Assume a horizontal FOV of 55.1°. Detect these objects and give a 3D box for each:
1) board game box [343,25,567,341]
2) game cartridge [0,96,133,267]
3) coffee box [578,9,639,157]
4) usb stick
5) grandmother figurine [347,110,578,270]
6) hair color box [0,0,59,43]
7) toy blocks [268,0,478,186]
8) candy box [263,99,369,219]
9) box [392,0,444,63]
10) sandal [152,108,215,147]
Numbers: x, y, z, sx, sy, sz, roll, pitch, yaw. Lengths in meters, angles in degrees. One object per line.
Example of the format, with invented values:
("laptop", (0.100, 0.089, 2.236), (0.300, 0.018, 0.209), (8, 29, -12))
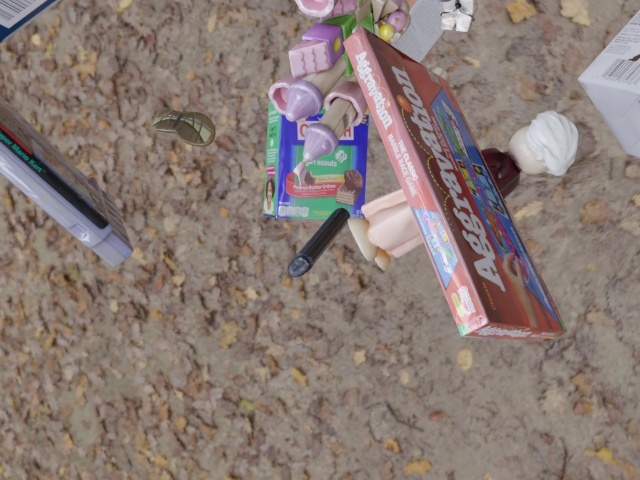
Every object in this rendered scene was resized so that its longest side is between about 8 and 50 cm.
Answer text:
("board game box", (0.113, -0.050, 0.526), (0.027, 0.145, 0.282), (-36, 59, 33))
("game cartridge", (-0.447, -0.123, 0.977), (0.068, 0.355, 0.230), (-43, 37, -6))
("coffee box", (0.520, -0.265, 0.822), (0.297, 0.168, 0.119), (-48, 31, 3))
("usb stick", (0.000, 0.000, 1.415), (0.045, 0.278, 0.077), (48, 123, -6))
("grandmother figurine", (0.210, -0.077, 0.895), (0.342, 0.207, 0.104), (-29, 73, 15))
("hair color box", (-0.457, -0.454, 0.804), (0.173, 0.105, 0.348), (-28, 78, 13))
("toy blocks", (0.029, -0.257, 0.854), (0.308, 0.260, 0.289), (18, 143, 24))
("candy box", (-0.010, -0.216, 1.668), (0.122, 0.268, 0.318), (8, 96, 64))
("box", (0.131, -0.378, 1.081), (0.171, 0.091, 0.130), (-54, 44, -2))
("sandal", (-0.276, -0.229, 1.270), (0.180, 0.049, 0.072), (20, 72, 36))
